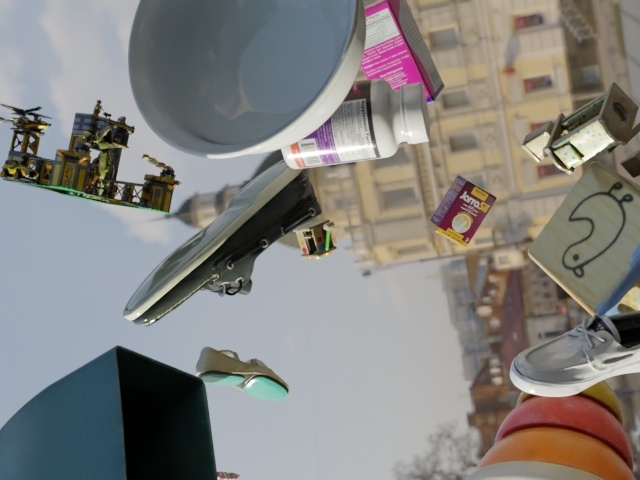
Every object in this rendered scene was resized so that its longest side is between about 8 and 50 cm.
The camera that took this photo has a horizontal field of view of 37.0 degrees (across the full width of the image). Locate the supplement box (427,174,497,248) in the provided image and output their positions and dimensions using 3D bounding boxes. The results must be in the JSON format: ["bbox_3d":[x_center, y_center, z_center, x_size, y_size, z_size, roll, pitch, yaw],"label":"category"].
[{"bbox_3d":[0.196,-0.040,1.324,0.083,0.055,0.043,-60,17,8],"label":"supplement box"}]

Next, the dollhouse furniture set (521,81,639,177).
[{"bbox_3d":[0.420,-0.117,1.462,0.161,0.182,0.101,41,-130,-13],"label":"dollhouse furniture set"}]

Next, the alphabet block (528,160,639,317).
[{"bbox_3d":[0.478,0.024,1.469,0.193,0.192,0.197,25,-164,-33],"label":"alphabet block"}]

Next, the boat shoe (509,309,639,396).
[{"bbox_3d":[0.382,0.139,1.312,0.095,0.258,0.084,-121,22,-49],"label":"boat shoe"}]

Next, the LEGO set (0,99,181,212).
[{"bbox_3d":[-0.417,-0.174,1.766,0.331,0.255,0.192,13,-94,-48],"label":"LEGO set"}]

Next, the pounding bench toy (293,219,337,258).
[{"bbox_3d":[0.000,0.000,1.774,0.052,0.083,0.065,-23,-78,-36],"label":"pounding bench toy"}]

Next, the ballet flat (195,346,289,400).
[{"bbox_3d":[-0.167,0.285,2.090,0.248,0.086,0.086,24,-127,-40],"label":"ballet flat"}]

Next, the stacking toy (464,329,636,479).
[{"bbox_3d":[0.493,0.367,1.900,0.350,0.351,0.479,68,-147,-43],"label":"stacking toy"}]

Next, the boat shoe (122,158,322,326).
[{"bbox_3d":[-0.128,0.024,1.372,0.340,0.127,0.113,-46,-70,-25],"label":"boat shoe"}]

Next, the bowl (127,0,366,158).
[{"bbox_3d":[-0.062,-0.218,1.084,0.134,0.298,0.297,23,-122,-58],"label":"bowl"}]

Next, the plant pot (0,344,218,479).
[{"bbox_3d":[-0.267,0.259,1.123,0.166,0.234,0.165,34,-143,-51],"label":"plant pot"}]

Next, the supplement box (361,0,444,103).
[{"bbox_3d":[0.147,-0.374,1.919,0.220,0.114,0.111,64,-152,-16],"label":"supplement box"}]

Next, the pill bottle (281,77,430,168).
[{"bbox_3d":[0.046,-0.160,1.289,0.108,0.194,0.108,-6,-90,-78],"label":"pill bottle"}]

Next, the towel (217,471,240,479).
[{"bbox_3d":[-0.209,0.461,1.625,0.144,0.029,0.197,-64,-26,-3],"label":"towel"}]
